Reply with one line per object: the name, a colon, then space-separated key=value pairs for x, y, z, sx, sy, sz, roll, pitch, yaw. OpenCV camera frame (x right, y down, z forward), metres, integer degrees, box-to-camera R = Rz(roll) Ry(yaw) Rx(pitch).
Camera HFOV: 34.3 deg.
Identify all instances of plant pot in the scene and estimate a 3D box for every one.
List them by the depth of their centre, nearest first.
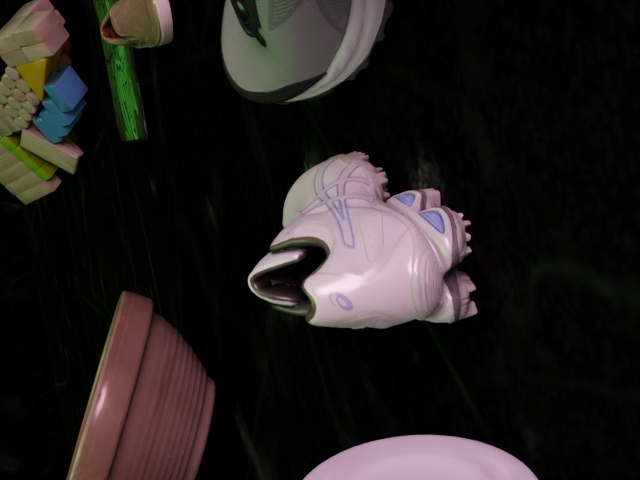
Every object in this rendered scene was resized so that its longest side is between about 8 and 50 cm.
plant pot: x=-0.165 y=0.174 z=0.961 sx=0.237 sy=0.109 sz=0.237 roll=-163 pitch=90 yaw=-79

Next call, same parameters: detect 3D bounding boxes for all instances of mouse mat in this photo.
mouse mat: x=-0.211 y=-0.195 z=1.080 sx=0.152 sy=0.007 sz=0.190 roll=-170 pitch=68 yaw=-69

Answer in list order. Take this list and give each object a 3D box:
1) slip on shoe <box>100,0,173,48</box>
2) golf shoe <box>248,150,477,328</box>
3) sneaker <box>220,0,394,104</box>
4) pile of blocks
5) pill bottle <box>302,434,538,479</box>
slip on shoe: x=-0.156 y=-0.188 z=0.878 sx=0.135 sy=0.041 sz=0.051 roll=-161 pitch=61 yaw=-67
golf shoe: x=0.000 y=0.000 z=0.500 sx=0.176 sy=0.086 sz=0.069 roll=-157 pitch=55 yaw=-68
sneaker: x=-0.018 y=-0.144 z=0.431 sx=0.271 sy=0.108 sz=0.100 roll=119 pitch=133 yaw=-64
pile of blocks: x=-0.360 y=-0.188 z=1.388 sx=0.112 sy=0.149 sz=0.362 roll=-64 pitch=6 yaw=-36
pill bottle: x=0.047 y=0.187 z=0.449 sx=0.108 sy=0.108 sz=0.180 roll=-147 pitch=47 yaw=-63
